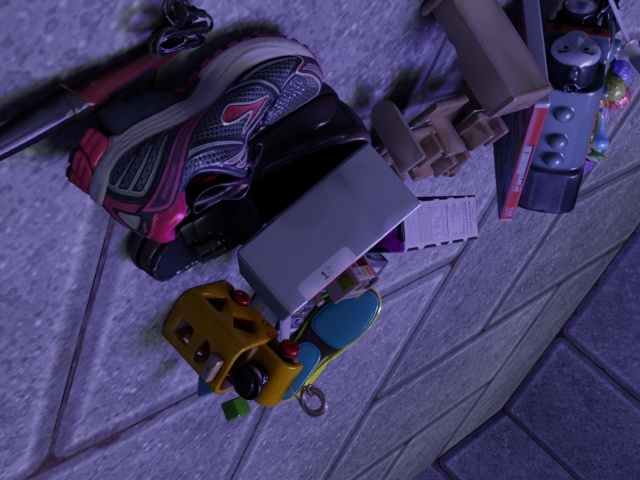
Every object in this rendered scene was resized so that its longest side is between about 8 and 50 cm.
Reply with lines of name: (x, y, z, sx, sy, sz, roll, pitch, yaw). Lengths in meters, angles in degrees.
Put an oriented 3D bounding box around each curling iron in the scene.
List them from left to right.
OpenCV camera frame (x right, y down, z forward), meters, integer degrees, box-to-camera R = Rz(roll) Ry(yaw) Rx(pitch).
curling iron: (-0.200, -0.126, 0.738, 0.274, 0.035, 0.068, -38, 162, -23)

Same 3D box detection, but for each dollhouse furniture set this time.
dollhouse furniture set: (0.149, -0.191, 1.167, 0.212, 0.161, 0.242, -21, 168, -46)

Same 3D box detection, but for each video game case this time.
video game case: (0.292, -0.189, 1.326, 0.025, 0.204, 0.285, 2, 149, 2)

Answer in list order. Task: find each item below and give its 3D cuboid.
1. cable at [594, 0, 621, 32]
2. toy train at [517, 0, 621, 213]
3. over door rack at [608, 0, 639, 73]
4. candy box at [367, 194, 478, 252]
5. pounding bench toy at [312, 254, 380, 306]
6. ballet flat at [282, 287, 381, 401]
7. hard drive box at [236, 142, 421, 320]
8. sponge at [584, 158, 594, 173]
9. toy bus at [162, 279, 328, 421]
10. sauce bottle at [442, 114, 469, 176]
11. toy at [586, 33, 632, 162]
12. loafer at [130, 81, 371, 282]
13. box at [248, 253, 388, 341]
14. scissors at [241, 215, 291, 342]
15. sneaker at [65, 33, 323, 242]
cable: (0.442, -0.337, 1.490, 0.184, 0.047, 0.150, -39, 156, -16)
toy train: (0.368, -0.198, 1.370, 0.333, 0.142, 0.190, 90, 12, -48)
over door rack: (0.455, -0.396, 1.163, 0.240, 0.108, 0.324, -33, 128, 15)
candy box: (0.104, -0.025, 1.269, 0.233, 0.159, 0.071, -7, 95, -57)
pounding bench toy: (0.031, 0.060, 1.268, 0.083, 0.052, 0.065, -39, 163, 28)
ballet flat: (0.002, 0.151, 1.362, 0.231, 0.077, 0.077, -47, 178, 8)
hard drive box: (0.000, 0.000, 1.018, 0.181, 0.089, 0.232, -40, 177, -7)
sponge: (0.422, -0.170, 1.634, 0.031, 0.117, 0.210, -56, 156, 18)
toy bus: (-0.112, 0.148, 1.150, 0.202, 0.190, 0.104, -8, -178, 37)
sauce bottle: (0.220, -0.159, 1.405, 0.042, 0.042, 0.128, -24, 146, -42)
toy: (0.534, -0.262, 1.635, 0.137, 0.056, 0.237, 2, 102, -61)
loafer: (-0.074, -0.055, 0.996, 0.302, 0.095, 0.109, -42, 156, -10)
box: (-0.012, 0.085, 1.378, 0.183, 0.056, 0.231, -54, 155, 19)
scissors: (-0.040, 0.042, 1.216, 0.109, 0.021, 0.297, -37, 139, -19)
sneaker: (-0.094, -0.095, 0.846, 0.299, 0.112, 0.121, -40, 166, -39)
